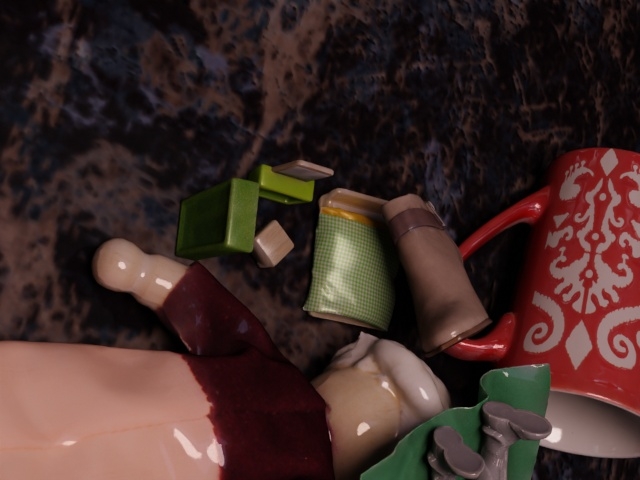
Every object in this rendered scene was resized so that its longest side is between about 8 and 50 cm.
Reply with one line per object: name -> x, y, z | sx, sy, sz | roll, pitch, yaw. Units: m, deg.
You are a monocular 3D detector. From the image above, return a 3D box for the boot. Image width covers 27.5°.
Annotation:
boot -> 0.059, 0.016, 0.721 | 0.042, 0.118, 0.087 | -25, 86, 7

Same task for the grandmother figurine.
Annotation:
grandmother figurine -> -0.070, 0.093, 0.640 | 0.342, 0.104, 0.207 | 4, 66, -37

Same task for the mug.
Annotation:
mug -> 0.157, 0.028, 0.802 | 0.150, 0.113, 0.169 | 31, 63, -29

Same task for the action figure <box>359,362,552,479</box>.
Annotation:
action figure -> 0.072, 0.190, 0.692 | 0.137, 0.063, 0.232 | -21, 129, -33

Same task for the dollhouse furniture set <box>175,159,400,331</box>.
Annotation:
dollhouse furniture set -> 0.000, 0.000, 0.725 | 0.152, 0.058, 0.076 | 15, 74, -33
